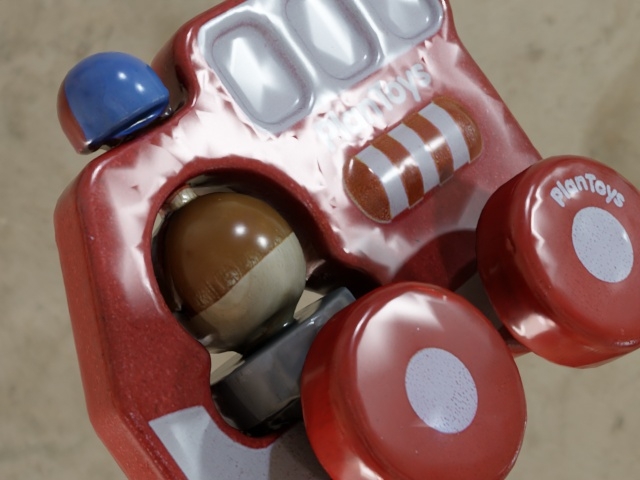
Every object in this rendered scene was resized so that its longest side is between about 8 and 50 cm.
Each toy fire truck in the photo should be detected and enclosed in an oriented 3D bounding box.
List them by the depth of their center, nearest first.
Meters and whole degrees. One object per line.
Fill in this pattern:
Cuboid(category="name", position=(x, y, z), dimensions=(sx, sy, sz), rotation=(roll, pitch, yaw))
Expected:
Cuboid(category="toy fire truck", position=(0.000, 0.000, 0.718), dimensions=(0.302, 0.169, 0.254), rotation=(-35, 89, -38))
